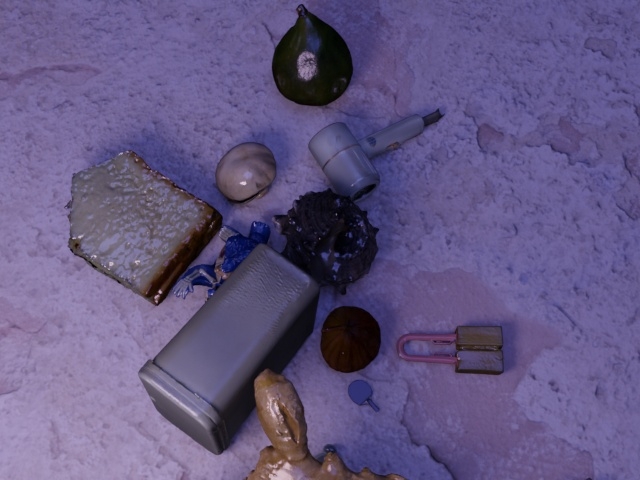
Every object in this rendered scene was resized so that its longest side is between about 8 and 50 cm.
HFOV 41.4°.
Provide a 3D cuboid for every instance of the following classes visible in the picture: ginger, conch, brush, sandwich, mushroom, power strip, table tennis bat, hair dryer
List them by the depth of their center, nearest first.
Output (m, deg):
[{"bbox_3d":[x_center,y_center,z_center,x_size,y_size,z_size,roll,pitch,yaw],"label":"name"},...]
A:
[{"bbox_3d":[-0.051,0.469,1.542,0.348,0.122,0.363,34,93,8],"label":"ginger"},{"bbox_3d":[0.007,0.466,1.775,0.055,0.035,0.083,26,83,8],"label":"power strip"},{"bbox_3d":[0.096,0.339,1.836,0.050,0.007,0.083,-41,74,-16],"label":"table tennis bat"},{"bbox_3d":[0.010,0.008,1.845,0.186,0.313,0.241,-14,91,26],"label":"conch"},{"bbox_3d":[0.283,0.240,1.863,0.233,0.047,0.103,2,69,0],"label":"brush"},{"bbox_3d":[-0.421,-0.037,1.896,0.325,0.131,0.262,33,72,7],"label":"sandwich"},{"bbox_3d":[-0.167,-0.153,1.963,0.154,0.122,0.154,-21,42,21],"label":"mushroom"},{"bbox_3d":[0.163,-0.234,2.023,0.357,0.107,0.173,-27,75,-19],"label":"hair dryer"}]

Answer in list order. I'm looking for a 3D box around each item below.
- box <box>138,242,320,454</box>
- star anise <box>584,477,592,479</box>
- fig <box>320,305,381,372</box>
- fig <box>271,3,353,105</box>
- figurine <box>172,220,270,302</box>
[{"bbox_3d":[-0.168,0.225,1.690,0.177,0.352,0.344,36,69,12],"label":"box"},{"bbox_3d":[0.548,0.585,1.706,0.257,0.111,0.198,26,44,-9],"label":"star anise"},{"bbox_3d":[0.058,0.191,1.793,0.133,0.201,0.146,-7,63,5],"label":"fig"},{"bbox_3d":[-0.024,-0.440,2.014,0.195,0.245,0.195,-3,54,5],"label":"fig"},{"bbox_3d":[-0.190,0.067,1.843,0.164,0.121,0.262,-8,33,36],"label":"figurine"}]
